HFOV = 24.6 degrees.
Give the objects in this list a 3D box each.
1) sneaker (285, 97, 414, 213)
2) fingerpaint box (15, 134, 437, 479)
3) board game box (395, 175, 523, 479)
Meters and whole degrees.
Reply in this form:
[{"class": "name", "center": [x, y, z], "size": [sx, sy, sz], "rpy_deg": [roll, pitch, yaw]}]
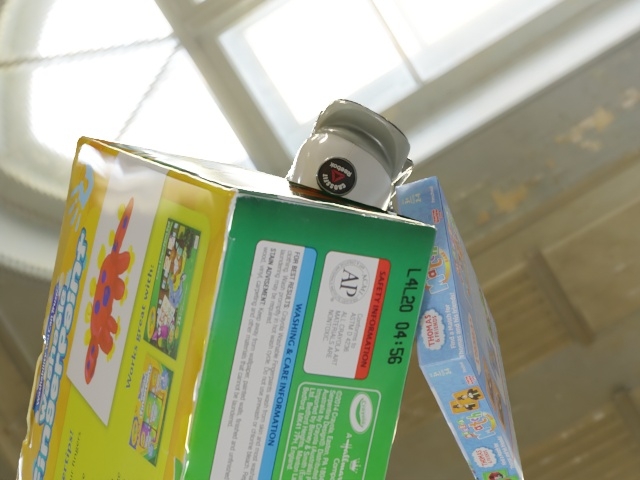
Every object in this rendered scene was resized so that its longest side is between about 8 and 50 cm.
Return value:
[{"class": "sneaker", "center": [0.000, 0.000, 1.352], "size": [0.122, 0.146, 0.330], "rpy_deg": [27, 163, 12]}, {"class": "fingerpaint box", "center": [-0.103, 0.165, 1.122], "size": [0.163, 0.444, 0.371], "rpy_deg": [9, -175, -26]}, {"class": "board game box", "center": [0.108, 0.077, 1.120], "size": [0.211, 0.039, 0.160], "rpy_deg": [63, -163, -51]}]
